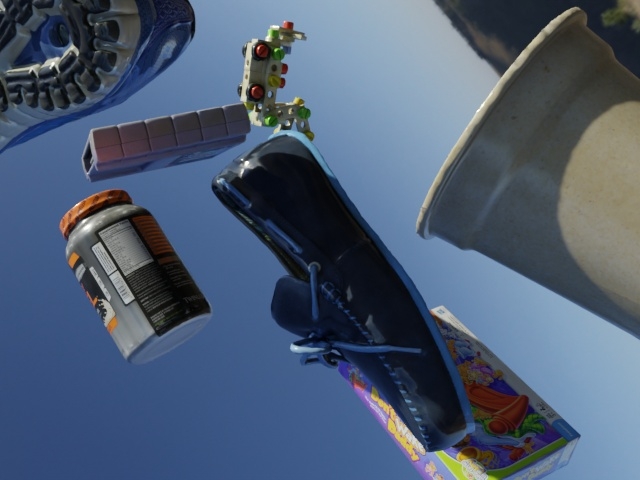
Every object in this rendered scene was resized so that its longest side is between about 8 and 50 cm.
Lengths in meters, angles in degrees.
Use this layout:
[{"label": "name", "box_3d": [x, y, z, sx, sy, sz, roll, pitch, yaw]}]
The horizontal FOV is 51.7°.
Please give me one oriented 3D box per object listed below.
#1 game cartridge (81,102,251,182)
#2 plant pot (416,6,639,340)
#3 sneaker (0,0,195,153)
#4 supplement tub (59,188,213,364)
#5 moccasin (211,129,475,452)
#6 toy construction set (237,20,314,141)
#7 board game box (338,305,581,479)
[{"label": "game cartridge", "box_3d": [-0.260, -0.150, 1.070, 0.355, 0.230, 0.068, -178, 78, -69]}, {"label": "plant pot", "box_3d": [0.339, -0.052, 0.794, 0.305, 0.333, 0.334, 37, -161, 16]}, {"label": "sneaker", "box_3d": [-0.239, -0.144, 0.578, 0.147, 0.330, 0.129, -28, -71, -54]}, {"label": "supplement tub", "box_3d": [-0.222, 0.041, 0.786, 0.190, 0.117, 0.117, 55, -157, 12]}, {"label": "moccasin", "box_3d": [0.006, 0.050, 0.605, 0.342, 0.117, 0.137, 56, 166, 33]}, {"label": "toy construction set", "box_3d": [-0.108, -0.423, 1.735, 0.215, 0.151, 0.327, 1, -90, -32]}, {"label": "board game box", "box_3d": [0.221, 0.273, 1.124, 0.233, 0.078, 0.347, -16, -140, -28]}]
